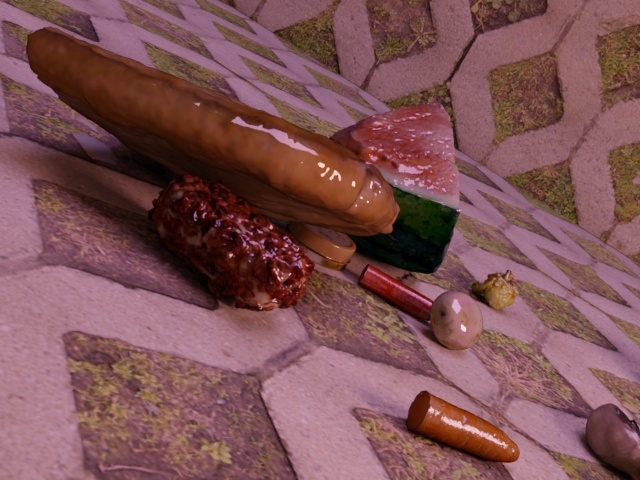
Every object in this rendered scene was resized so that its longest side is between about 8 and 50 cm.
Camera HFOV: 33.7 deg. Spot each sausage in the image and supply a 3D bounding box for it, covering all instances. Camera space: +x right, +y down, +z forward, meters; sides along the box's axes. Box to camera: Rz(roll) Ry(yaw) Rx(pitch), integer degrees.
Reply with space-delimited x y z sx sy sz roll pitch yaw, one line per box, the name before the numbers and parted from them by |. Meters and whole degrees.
sausage | 0.115 0.078 1.491 0.129 0.034 0.034 30 15 -4

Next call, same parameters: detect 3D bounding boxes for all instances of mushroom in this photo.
mushroom | 0.184 0.110 1.451 0.083 0.084 0.067 21 -27 -31

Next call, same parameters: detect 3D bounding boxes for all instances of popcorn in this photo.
popcorn | 0.293 0.082 1.774 0.083 0.068 0.059 11 -35 17

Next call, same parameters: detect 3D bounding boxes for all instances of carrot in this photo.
carrot | 0.158 0.208 1.144 0.139 0.048 0.048 27 15 -22

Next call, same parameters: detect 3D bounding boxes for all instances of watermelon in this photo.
watermelon | 0.080 -0.079 1.622 0.222 0.292 0.319 10 49 -9

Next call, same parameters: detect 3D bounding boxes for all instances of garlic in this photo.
garlic | 0.384 0.259 1.387 0.084 0.066 0.152 54 5 -32

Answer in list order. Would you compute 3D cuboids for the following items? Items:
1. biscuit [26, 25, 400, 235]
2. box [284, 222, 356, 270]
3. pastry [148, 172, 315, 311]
biscuit | -0.110 -0.107 1.345 0.446 0.104 0.429 24 -4 6
box | 0.000 0.000 1.514 0.105 0.037 0.105 29 16 -9
pastry | -0.099 0.007 1.186 0.208 0.097 0.115 36 36 25
